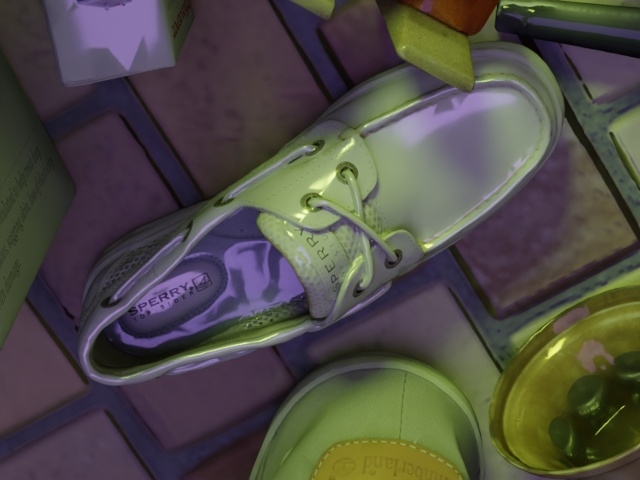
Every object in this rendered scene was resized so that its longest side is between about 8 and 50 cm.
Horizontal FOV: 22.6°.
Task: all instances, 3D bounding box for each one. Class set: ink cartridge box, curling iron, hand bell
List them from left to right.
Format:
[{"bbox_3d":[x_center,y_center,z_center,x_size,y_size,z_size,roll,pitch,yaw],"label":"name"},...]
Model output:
[{"bbox_3d":[-0.101,-0.151,0.742,0.056,0.099,0.135,-9,111,4],"label":"ink cartridge box"},{"bbox_3d":[0.202,0.151,0.859,0.126,0.126,0.242,-30,119,13],"label":"hand bell"},{"bbox_3d":[0.219,-0.080,0.790,0.274,0.035,0.068,14,111,-3],"label":"curling iron"}]

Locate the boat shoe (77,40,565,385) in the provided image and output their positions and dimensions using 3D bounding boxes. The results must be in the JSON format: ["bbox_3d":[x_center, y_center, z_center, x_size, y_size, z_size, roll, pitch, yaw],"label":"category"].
[{"bbox_3d":[0.000,0.000,0.797,0.277,0.096,0.098,-31,106,13],"label":"boat shoe"}]

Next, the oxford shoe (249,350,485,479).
[{"bbox_3d":[-0.007,0.279,0.889,0.169,0.130,0.449,11,112,-4],"label":"oxford shoe"}]

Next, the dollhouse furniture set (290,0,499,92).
[{"bbox_3d":[0.031,-0.243,0.708,0.259,0.135,0.262,25,110,-19],"label":"dollhouse furniture set"}]

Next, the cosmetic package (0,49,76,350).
[{"bbox_3d":[-0.330,0.021,0.758,0.385,0.217,0.156,-20,110,12],"label":"cosmetic package"}]
